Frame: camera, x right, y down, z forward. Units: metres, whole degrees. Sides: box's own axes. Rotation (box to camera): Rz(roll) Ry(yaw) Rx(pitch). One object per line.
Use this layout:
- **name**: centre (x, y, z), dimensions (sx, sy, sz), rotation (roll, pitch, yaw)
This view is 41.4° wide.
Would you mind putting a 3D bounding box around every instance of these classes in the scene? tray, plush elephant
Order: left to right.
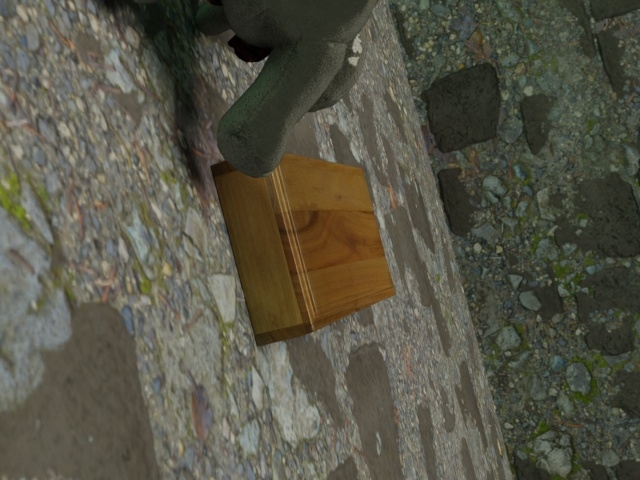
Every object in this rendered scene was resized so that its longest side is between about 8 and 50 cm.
- **plush elephant**: centre (-0.051, -0.282, 0.897), dimensions (0.272, 0.330, 0.255), rotation (48, 1, -21)
- **tray**: centre (0.000, 0.000, 1.095), dimensions (0.411, 0.076, 0.202), rotation (-7, 82, -72)
